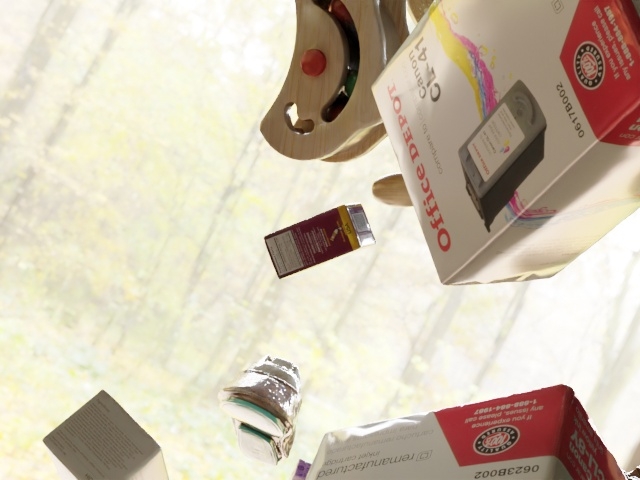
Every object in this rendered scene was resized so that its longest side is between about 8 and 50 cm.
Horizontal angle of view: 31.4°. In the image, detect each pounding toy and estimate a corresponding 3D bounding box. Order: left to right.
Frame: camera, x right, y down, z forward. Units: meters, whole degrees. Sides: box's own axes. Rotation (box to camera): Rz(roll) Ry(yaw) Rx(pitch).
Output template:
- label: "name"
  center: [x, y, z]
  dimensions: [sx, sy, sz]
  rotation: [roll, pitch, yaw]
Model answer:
- label: "pounding toy"
  center: [0.035, -0.162, 1.216]
  dimensions: [0.154, 0.269, 0.155]
  rotation: [-8, -3, 31]

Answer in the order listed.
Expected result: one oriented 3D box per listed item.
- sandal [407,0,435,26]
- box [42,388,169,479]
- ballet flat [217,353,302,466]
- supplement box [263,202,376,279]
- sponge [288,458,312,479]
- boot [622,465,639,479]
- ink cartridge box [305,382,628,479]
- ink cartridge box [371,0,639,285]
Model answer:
- label: "sandal"
  center: [0.187, -0.222, 1.383]
  dimensions: [0.240, 0.088, 0.079]
  rotation: [51, 2, -11]
- label: "box"
  center: [-0.228, 0.237, 1.220]
  dimensions: [0.102, 0.087, 0.101]
  rotation: [41, -25, 22]
- label: "ballet flat"
  center: [-0.071, 0.210, 1.495]
  dimensions: [0.108, 0.106, 0.316]
  rotation: [24, -21, 5]
- label: "supplement box"
  center: [0.000, 0.000, 1.021]
  dimensions: [0.043, 0.083, 0.055]
  rotation: [70, 19, 2]
- label: "sponge"
  center: [0.048, 0.410, 1.759]
  dimensions: [0.210, 0.031, 0.117]
  rotation: [22, -36, 1]
- label: "boot"
  center: [0.400, 0.328, 1.413]
  dimensions: [0.158, 0.084, 0.059]
  rotation: [4, 12, -37]
- label: "ink cartridge box"
  center: [0.093, 0.327, 0.970]
  dimensions: [0.279, 0.384, 0.160]
  rotation: [-17, -62, 31]
- label: "ink cartridge box"
  center: [0.187, -0.126, 0.928]
  dimensions: [0.131, 0.226, 0.306]
  rotation: [-2, -28, -30]
